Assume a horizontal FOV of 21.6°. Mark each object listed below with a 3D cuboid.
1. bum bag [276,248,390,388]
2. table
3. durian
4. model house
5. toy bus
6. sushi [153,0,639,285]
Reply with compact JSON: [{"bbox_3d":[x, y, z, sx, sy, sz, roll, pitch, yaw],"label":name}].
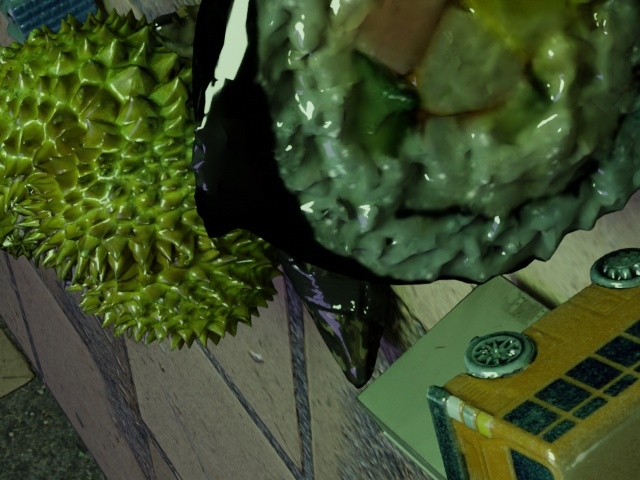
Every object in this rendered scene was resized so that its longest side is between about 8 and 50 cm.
[{"bbox_3d":[0.000,0.000,1.242,0.102,0.069,0.248,-64,-45,-64],"label":"bum bag"},{"bbox_3d":[0.148,0.136,0.974,0.240,0.121,0.111,38,167,52],"label":"table"},{"bbox_3d":[-0.146,-0.058,1.298,0.291,0.225,0.291,34,-177,-2],"label":"durian"},{"bbox_3d":[-0.266,-0.225,1.595,0.149,0.119,0.148,55,161,0],"label":"model house"},{"bbox_3d":[0.149,0.069,0.774,0.103,0.182,0.091,24,138,50],"label":"toy bus"},{"bbox_3d":[0.033,-0.104,0.790,0.219,0.225,0.239,-115,31,-54],"label":"sushi"}]
